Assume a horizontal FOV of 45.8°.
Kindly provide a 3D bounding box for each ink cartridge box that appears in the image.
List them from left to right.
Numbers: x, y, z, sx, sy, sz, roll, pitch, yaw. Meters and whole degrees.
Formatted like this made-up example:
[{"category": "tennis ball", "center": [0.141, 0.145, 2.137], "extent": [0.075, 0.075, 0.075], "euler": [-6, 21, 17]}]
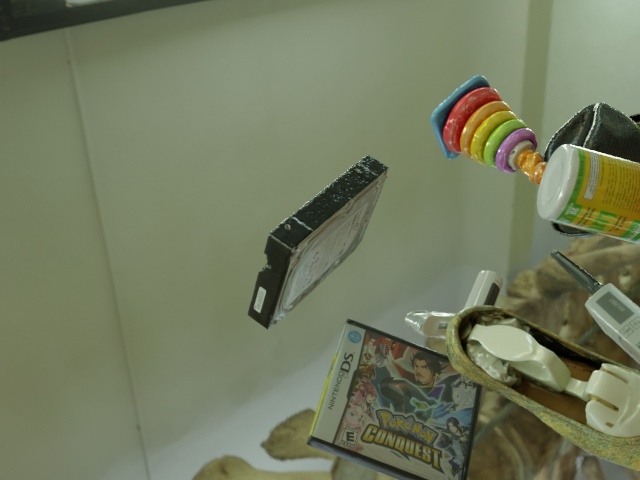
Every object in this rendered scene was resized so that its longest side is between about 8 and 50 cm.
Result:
[{"category": "ink cartridge box", "center": [0.486, 0.184, 1.060], "extent": [0.066, 0.189, 0.232], "euler": [-39, -56, 3]}]

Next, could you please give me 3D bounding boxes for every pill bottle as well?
[{"category": "pill bottle", "center": [0.516, -0.072, 1.310], "extent": [0.136, 0.246, 0.136], "euler": [-165, 90, -88]}]

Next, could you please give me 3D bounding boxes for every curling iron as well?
[{"category": "curling iron", "center": [0.539, 0.102, 1.423], "extent": [0.068, 0.274, 0.035], "euler": [-10, -52, -40]}]

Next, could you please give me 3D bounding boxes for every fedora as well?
[{"category": "fedora", "center": [0.581, -0.173, 1.610], "extent": [0.152, 0.334, 0.334], "euler": [37, -102, -21]}]

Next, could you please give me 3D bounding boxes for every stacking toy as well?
[{"category": "stacking toy", "center": [0.394, -0.206, 1.621], "extent": [0.166, 0.302, 0.175], "euler": [-40, -40, -4]}]

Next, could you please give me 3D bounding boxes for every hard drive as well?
[{"category": "hard drive", "center": [0.000, 0.000, 1.486], "extent": [0.339, 0.064, 0.237], "euler": [-42, -21, -43]}]

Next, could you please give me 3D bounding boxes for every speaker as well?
[{"category": "speaker", "center": [0.320, 0.125, 1.516], "extent": [0.136, 0.055, 0.055], "euler": [-58, -38, -36]}]

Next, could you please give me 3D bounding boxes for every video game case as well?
[{"category": "video game case", "center": [0.140, 0.289, 1.327], "extent": [0.035, 0.275, 0.248], "euler": [111, 180, -52]}]

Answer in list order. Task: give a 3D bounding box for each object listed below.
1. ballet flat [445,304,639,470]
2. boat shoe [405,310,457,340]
[{"category": "ballet flat", "center": [0.307, 0.175, 0.932], "extent": [0.123, 0.349, 0.123], "euler": [-37, -41, -40]}, {"category": "boat shoe", "center": [0.246, 0.179, 1.608], "extent": [0.184, 0.063, 0.066], "euler": [5, -78, -47]}]
